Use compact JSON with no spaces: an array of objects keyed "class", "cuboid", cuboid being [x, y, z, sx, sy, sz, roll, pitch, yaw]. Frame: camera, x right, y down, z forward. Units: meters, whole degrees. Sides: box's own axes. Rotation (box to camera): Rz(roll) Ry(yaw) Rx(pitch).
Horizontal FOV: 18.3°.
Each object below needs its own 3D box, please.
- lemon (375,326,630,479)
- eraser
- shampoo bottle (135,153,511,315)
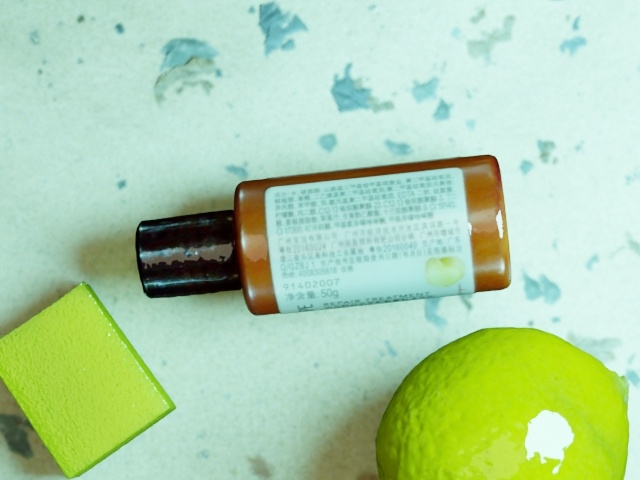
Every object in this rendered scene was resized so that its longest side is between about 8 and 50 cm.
[{"class":"lemon","cuboid":[0.136,0.151,1.448,0.203,0.178,0.178,-28,88,2]},{"class":"eraser","cuboid":[-0.186,0.107,1.533,0.097,0.045,0.122,-36,87,2]},{"class":"shampoo bottle","cuboid":[0.000,0.000,1.493,0.278,0.104,0.104,-6,89,3]}]
